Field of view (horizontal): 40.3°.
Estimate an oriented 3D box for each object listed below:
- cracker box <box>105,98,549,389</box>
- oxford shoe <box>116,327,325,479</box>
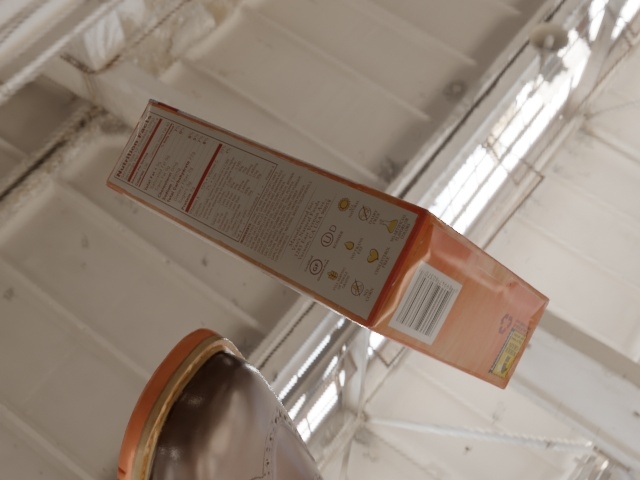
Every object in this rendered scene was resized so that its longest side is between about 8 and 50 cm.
[{"bbox_3d":[0.000,0.000,0.526,0.232,0.156,0.067,27,-92,41],"label":"cracker box"},{"bbox_3d":[-0.012,0.188,0.530,0.133,0.363,0.130,14,-128,27],"label":"oxford shoe"}]
